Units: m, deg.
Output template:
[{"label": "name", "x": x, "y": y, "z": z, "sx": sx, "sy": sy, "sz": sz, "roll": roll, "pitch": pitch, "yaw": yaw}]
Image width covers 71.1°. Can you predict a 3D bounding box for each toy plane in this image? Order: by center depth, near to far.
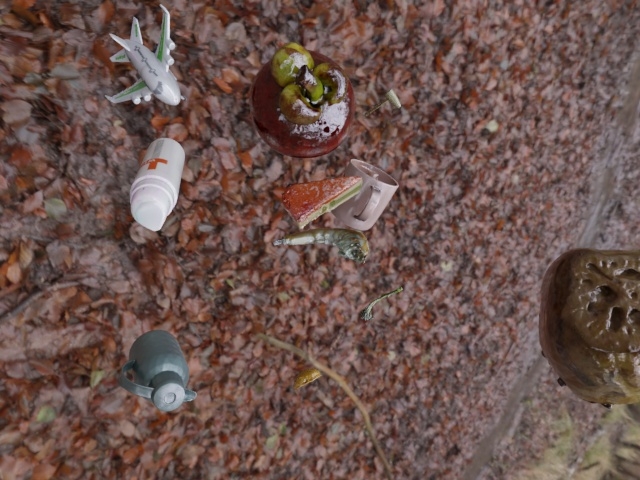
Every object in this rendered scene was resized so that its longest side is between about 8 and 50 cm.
[{"label": "toy plane", "x": -0.383, "y": -0.390, "z": 1.022, "sx": 0.251, "sy": 0.255, "sz": 0.101, "roll": -48, "pitch": 161, "yaw": 19}]

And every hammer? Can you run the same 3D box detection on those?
[{"label": "hammer", "x": 0.195, "y": -0.427, "z": 1.442, "sx": 0.028, "sy": 0.195, "sz": 0.060, "roll": -41, "pitch": 101, "yaw": -16}]

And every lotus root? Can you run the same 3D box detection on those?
[{"label": "lotus root", "x": 0.558, "y": 0.150, "z": 0.827, "sx": 0.316, "sy": 0.316, "sz": 0.250, "roll": -56, "pitch": 140, "yaw": -7}]

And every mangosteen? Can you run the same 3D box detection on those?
[{"label": "mangosteen", "x": -0.035, "y": -0.277, "z": 0.869, "sx": 0.215, "sy": 0.215, "sz": 0.257, "roll": -55, "pitch": 176, "yaw": -8}]

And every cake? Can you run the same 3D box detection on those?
[{"label": "cake", "x": -0.006, "y": -0.132, "z": 1.226, "sx": 0.220, "sy": 0.117, "sz": 0.086, "roll": -36, "pitch": 161, "yaw": -13}]

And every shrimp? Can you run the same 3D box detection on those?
[{"label": "shrimp", "x": 0.027, "y": -0.004, "z": 1.326, "sx": 0.185, "sy": 0.286, "sz": 0.068, "roll": -26, "pitch": 125, "yaw": -60}]

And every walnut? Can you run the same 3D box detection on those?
[{"label": "walnut", "x": -0.058, "y": 0.528, "z": 1.727, "sx": 0.121, "sy": 0.052, "sz": 0.091, "roll": -27, "pitch": 164, "yaw": -3}]

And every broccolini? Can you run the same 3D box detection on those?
[{"label": "broccolini", "x": 0.223, "y": 0.229, "z": 1.692, "sx": 0.194, "sy": 0.052, "sz": 0.054, "roll": -41, "pitch": 136, "yaw": -3}]

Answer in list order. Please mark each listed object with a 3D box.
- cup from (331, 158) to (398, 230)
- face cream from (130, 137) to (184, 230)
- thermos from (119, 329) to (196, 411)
[{"label": "cup", "x": 0.150, "y": -0.144, "z": 1.580, "sx": 0.191, "sy": 0.253, "sz": 0.200, "roll": 22, "pitch": 112, "yaw": -14}, {"label": "face cream", "x": -0.382, "y": -0.142, "z": 1.054, "sx": 0.101, "sy": 0.346, "sz": 0.102, "roll": -5, "pitch": 121, "yaw": -9}, {"label": "thermos", "x": -0.445, "y": 0.353, "z": 1.207, "sx": 0.182, "sy": 0.286, "sz": 0.145, "roll": 16, "pitch": 92, "yaw": -28}]
